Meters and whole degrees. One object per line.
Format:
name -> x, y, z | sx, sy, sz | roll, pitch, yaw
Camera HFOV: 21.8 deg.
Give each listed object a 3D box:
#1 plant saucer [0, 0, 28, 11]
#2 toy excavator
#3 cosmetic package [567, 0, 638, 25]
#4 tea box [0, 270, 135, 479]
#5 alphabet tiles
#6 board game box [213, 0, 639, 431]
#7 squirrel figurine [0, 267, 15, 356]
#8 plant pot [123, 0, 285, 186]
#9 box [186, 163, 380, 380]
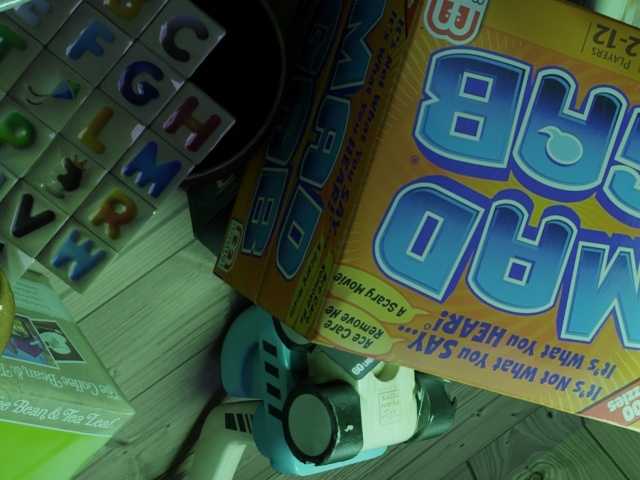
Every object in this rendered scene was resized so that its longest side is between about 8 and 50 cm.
plant saucer -> -0.266, -0.345, 1.261 | 0.400, 0.100, 0.400 | -29, 151, -18
toy excavator -> -0.050, 0.224, 2.257 | 0.222, 0.445, 0.432 | -8, 96, -42
cosmetic package -> 0.275, -0.268, 1.923 | 0.129, 0.153, 0.296 | -44, 159, -28
tea box -> -0.435, 0.187, 1.733 | 0.323, 0.220, 0.329 | -43, 152, 12
alphabet tiles -> -0.256, -0.115, 1.488 | 0.342, 0.285, 0.011 | -47, -168, 18
board game box -> 0.149, -0.059, 1.640 | 0.356, 0.356, 0.356 | 17, 93, -20
squirrel figurine -> -0.468, 0.063, 1.415 | 0.370, 0.281, 0.397 | 14, 142, -37
plant pot -> -0.131, -0.141, 1.644 | 0.215, 0.215, 0.230 | -36, 170, -3
box -> 0.000, 0.000, 1.894 | 0.165, 0.143, 0.270 | -44, 110, 10
